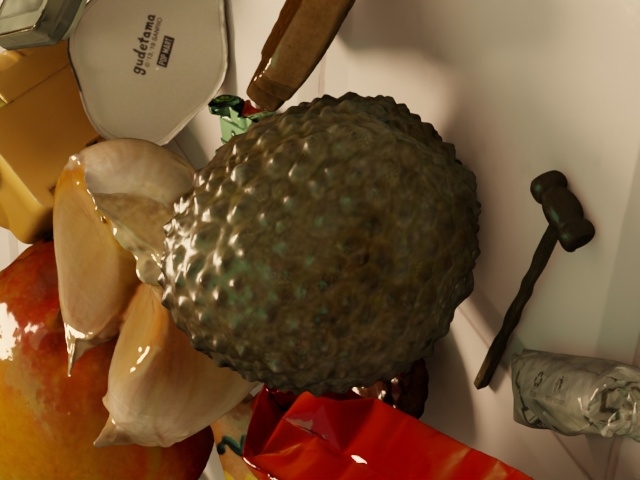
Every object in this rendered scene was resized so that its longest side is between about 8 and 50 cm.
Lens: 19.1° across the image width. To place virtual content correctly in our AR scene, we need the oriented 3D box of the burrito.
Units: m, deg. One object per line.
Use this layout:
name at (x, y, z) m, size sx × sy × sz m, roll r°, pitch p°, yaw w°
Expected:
burrito at (0.192, 0.116, 1.411) m, size 0.203 × 0.064 × 0.064 m, roll 179°, pitch 76°, yaw -69°

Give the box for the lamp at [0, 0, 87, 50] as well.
lamp at (-0.267, -0.333, 2.037) m, size 0.269 × 0.047 × 0.266 m, roll -67°, pitch 22°, yaw -5°

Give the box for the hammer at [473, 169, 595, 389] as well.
hammer at (0.156, 0.046, 1.498) m, size 0.292 × 0.029 × 0.058 m, roll 106°, pitch 143°, yaw -58°

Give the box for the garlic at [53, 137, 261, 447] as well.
garlic at (-0.171, 0.051, 1.992) m, size 0.313 × 0.286 × 0.249 m, roll 101°, pitch -169°, yaw -50°

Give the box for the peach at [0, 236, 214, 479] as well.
peach at (-0.275, 0.163, 2.267) m, size 0.372 × 0.289 × 0.373 m, roll -7°, pitch -90°, yaw -76°

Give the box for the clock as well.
clock at (-0.314, -0.114, 2.262) m, size 0.200 × 0.244 × 0.317 m, roll 53°, pitch 159°, yaw 8°

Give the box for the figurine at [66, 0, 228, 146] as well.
figurine at (-0.166, -0.233, 2.022) m, size 0.250 × 0.166 × 0.141 m, roll -58°, pitch 9°, yaw 32°

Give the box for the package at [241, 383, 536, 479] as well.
package at (0.090, 0.232, 1.521) m, size 0.423 × 0.123 × 0.196 m, roll 26°, pitch 157°, yaw 52°

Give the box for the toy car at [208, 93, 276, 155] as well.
toy car at (-0.061, -0.099, 1.889) m, size 0.143 × 0.054 × 0.073 m, roll 31°, pitch 135°, yaw 55°

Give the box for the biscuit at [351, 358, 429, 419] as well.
biscuit at (0.045, 0.097, 1.747) m, size 0.192 × 0.049 × 0.192 m, roll 178°, pitch 90°, yaw -65°

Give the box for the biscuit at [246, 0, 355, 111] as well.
biscuit at (-0.006, -0.189, 1.575) m, size 0.047 × 0.183 × 0.320 m, roll 31°, pitch 173°, yaw -7°

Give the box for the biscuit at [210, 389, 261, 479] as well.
biscuit at (-0.060, 0.275, 2.082) m, size 0.165 × 0.036 × 0.250 m, roll -1°, pitch 103°, yaw 37°

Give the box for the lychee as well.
lychee at (0.000, 0.000, 1.531) m, size 0.255 × 0.255 × 0.274 m, roll 59°, pitch 145°, yaw 33°
